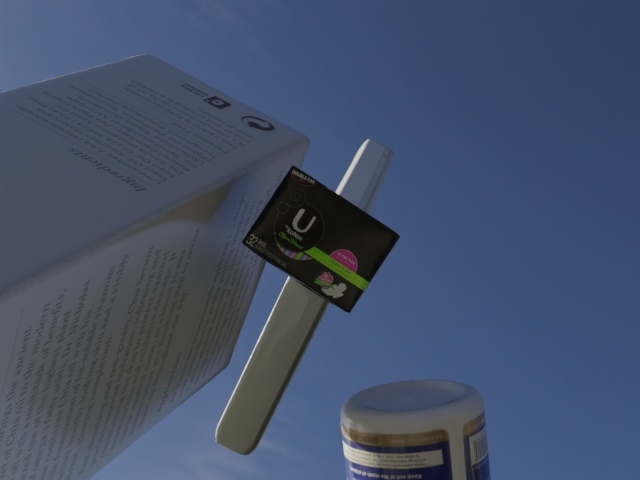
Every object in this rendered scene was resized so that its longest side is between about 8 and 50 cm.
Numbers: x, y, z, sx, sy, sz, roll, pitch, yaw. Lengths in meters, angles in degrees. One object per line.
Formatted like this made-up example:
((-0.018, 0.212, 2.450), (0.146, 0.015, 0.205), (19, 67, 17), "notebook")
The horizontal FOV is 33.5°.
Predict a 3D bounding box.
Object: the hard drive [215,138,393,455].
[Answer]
((-0.007, 0.046, 1.156), (0.047, 0.353, 0.233), (26, -65, 1), "hard drive")

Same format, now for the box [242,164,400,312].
((0.000, 0.000, 0.697), (0.083, 0.062, 0.052), (33, -2, 0), "box")

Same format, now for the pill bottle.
((0.107, 0.292, 1.129), (0.153, 0.153, 0.265), (-3, -84, 24), "pill bottle")

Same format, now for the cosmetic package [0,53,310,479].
((-0.199, 0.046, 0.672), (0.161, 0.453, 0.230), (28, -63, 14), "cosmetic package")
